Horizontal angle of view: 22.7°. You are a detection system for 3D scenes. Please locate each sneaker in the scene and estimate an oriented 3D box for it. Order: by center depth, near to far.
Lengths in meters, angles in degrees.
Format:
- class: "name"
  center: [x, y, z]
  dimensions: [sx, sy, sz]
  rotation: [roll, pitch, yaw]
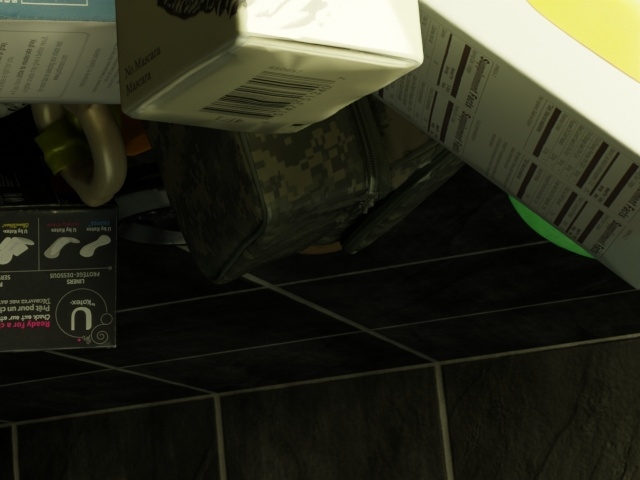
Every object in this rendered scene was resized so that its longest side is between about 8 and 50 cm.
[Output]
- class: "sneaker"
  center: [-0.278, -0.134, 1.405]
  dimensions: [0.037, 0.032, 0.083]
  rotation: [-19, 172, -1]

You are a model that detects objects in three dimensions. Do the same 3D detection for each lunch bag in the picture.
- class: "lunch bag"
  center: [0.014, -0.107, 1.278]
  dimensions: [0.256, 0.212, 0.305]
  rotation: [-19, 172, -18]

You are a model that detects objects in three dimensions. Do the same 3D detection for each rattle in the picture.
- class: "rattle"
  center: [-0.172, -0.129, 1.382]
  dimensions: [0.143, 0.130, 0.199]
  rotation: [-12, 143, -21]

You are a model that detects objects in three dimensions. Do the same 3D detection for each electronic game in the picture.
- class: "electronic game"
  center: [-0.149, -0.038, 1.817]
  dimensions: [0.229, 0.048, 0.229]
  rotation: [-6, 166, -1]

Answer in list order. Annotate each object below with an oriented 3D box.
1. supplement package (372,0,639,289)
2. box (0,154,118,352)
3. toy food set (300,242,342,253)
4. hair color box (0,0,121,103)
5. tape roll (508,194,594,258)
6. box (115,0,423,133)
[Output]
- class: "supplement package"
  center: [0.147, -0.143, 0.894]
  dimensions: [0.263, 0.199, 0.198]
  rotation: [37, 169, 8]
- class: "box"
  center: [-0.289, 0.008, 1.540]
  dimensions: [0.163, 0.142, 0.247]
  rotation: [-2, -166, -14]
- class: "toy food set"
  center: [0.000, 0.000, 2.103]
  dimensions: [0.083, 0.020, 0.083]
  rotation: [-16, 163, 40]
- class: "hair color box"
  center: [-0.287, -0.167, 1.081]
  dimensions: [0.347, 0.105, 0.174]
  rotation: [-2, 166, -19]
- class: "tape roll"
  center: [0.319, -0.101, 1.414]
  dimensions: [0.321, 0.077, 0.321]
  rotation: [0, 143, 0]
- class: "box"
  center: [-0.032, -0.193, 0.698]
  dimensions: [0.094, 0.275, 0.113]
  rotation: [4, 163, -34]
